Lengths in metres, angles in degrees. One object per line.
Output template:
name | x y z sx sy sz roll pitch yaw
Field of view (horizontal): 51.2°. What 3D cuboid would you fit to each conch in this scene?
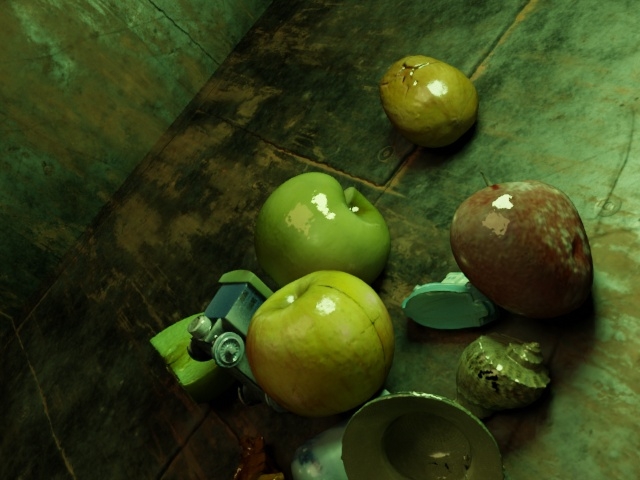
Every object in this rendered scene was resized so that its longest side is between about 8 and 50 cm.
conch | 0.289 0.226 1.110 0.207 0.130 0.155 -54 -6 31

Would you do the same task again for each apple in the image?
apple | 0.005 0.189 1.226 0.286 0.233 0.286 -29 12 6
apple | 0.000 0.000 1.444 0.254 0.292 0.292 -50 34 18

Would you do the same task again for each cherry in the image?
cherry | 0.335 0.003 1.129 0.285 0.236 0.213 64 152 22

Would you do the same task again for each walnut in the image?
walnut | 0.241 -0.335 1.580 0.203 0.203 0.298 -49 43 -1

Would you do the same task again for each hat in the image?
hat | 0.171 0.322 1.064 0.257 0.257 0.130 -27 9 27

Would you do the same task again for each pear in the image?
pear | -0.247 0.263 1.595 0.239 0.139 0.288 -40 29 -15

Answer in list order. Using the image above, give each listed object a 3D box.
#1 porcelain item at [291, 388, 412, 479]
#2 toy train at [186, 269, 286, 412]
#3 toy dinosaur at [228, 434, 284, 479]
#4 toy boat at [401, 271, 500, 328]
porcelain item | 0.050 0.379 1.171 0.259 0.141 0.141 -40 35 -4
toy train | -0.126 0.214 1.369 0.131 0.299 0.202 -2 48 48
toy dinosaur | -0.115 0.479 1.221 0.432 0.097 0.208 171 113 -75
toy boat | 0.248 0.113 1.265 0.215 0.088 0.102 -10 16 42
